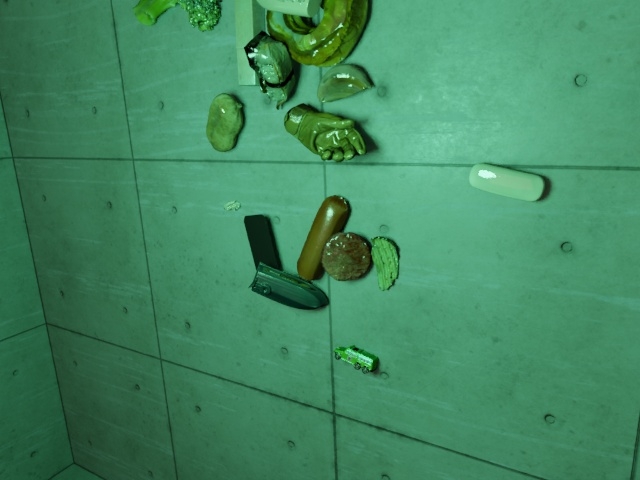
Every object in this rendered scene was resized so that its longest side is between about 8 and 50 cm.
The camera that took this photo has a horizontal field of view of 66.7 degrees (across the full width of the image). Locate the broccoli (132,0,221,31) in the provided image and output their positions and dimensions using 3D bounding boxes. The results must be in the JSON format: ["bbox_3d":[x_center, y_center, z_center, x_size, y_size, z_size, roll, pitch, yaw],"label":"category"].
[{"bbox_3d":[-0.566,-0.951,1.732,0.397,0.275,0.352,24,116,39],"label":"broccoli"}]

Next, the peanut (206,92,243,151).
[{"bbox_3d":[-0.354,-0.433,1.798,0.129,0.129,0.224,38,129,17],"label":"peanut"}]

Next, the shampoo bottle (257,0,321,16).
[{"bbox_3d":[-0.115,-0.728,1.412,0.257,0.078,0.127,32,114,22],"label":"shampoo bottle"}]

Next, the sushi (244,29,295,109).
[{"bbox_3d":[-0.137,-0.536,1.582,0.109,0.134,0.272,9,141,24],"label":"sushi"}]

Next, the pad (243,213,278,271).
[{"bbox_3d":[-0.163,0.013,1.848,0.323,0.055,0.249,-7,100,33],"label":"pad"}]

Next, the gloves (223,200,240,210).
[{"bbox_3d":[-0.358,-0.140,1.932,0.081,0.037,0.044,6,144,15],"label":"gloves"}]

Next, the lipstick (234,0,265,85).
[{"bbox_3d":[-0.241,-0.725,1.669,0.080,0.076,0.371,9,108,28],"label":"lipstick"}]

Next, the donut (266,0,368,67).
[{"bbox_3d":[-0.025,-0.693,1.496,0.330,0.160,0.329,14,117,30],"label":"donut"}]

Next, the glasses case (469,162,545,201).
[{"bbox_3d":[0.524,-0.166,1.373,0.204,0.051,0.080,21,113,25],"label":"glasses case"}]

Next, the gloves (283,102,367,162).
[{"bbox_3d":[0.025,-0.340,1.582,0.331,0.141,0.154,35,94,30],"label":"gloves"}]

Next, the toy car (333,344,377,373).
[{"bbox_3d":[0.130,0.427,1.781,0.165,0.071,0.062,21,99,25],"label":"toy car"}]

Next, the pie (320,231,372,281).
[{"bbox_3d":[0.089,0.056,1.664,0.183,0.049,0.182,0,110,-1],"label":"pie"}]

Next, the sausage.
[{"bbox_3d":[0.001,0.000,1.720,0.097,0.094,0.348,33,118,19],"label":"sausage"}]

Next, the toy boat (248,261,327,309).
[{"bbox_3d":[-0.111,0.180,1.809,0.296,0.122,0.114,21,122,-4],"label":"toy boat"}]

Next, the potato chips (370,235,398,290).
[{"bbox_3d":[0.221,0.080,1.639,0.092,0.028,0.207,-3,110,24],"label":"potato chips"}]

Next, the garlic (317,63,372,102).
[{"bbox_3d":[0.061,-0.503,1.545,0.196,0.087,0.101,-10,111,31],"label":"garlic"}]
